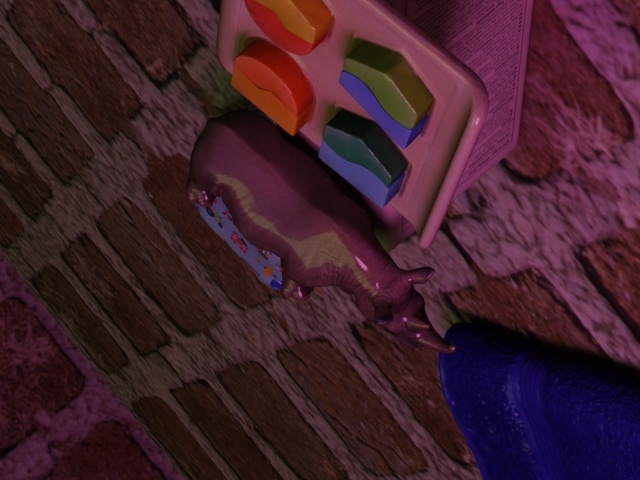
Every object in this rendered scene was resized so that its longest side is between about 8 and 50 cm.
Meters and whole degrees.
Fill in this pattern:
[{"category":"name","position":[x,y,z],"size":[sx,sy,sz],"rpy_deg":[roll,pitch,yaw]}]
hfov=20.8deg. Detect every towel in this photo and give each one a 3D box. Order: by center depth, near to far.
[{"category":"towel","position":[0.230,0.196,1.461],"size":[0.308,0.076,0.227],"rpy_deg":[16,141,56]}]

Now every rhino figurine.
[{"category":"rhino figurine","position":[0.000,0.000,1.200],"size":[0.243,0.073,0.106],"rpy_deg":[42,161,18]}]

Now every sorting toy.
[{"category":"sorting toy","position":[0.007,-0.099,1.064],"size":[0.208,0.038,0.193],"rpy_deg":[44,158,12]}]

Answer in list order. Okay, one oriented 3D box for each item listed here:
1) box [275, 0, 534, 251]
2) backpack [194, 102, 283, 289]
[{"category":"box","position":[0.053,-0.146,1.148],"size":[0.121,0.148,0.311],"rpy_deg":[41,156,24]},{"category":"backpack","position":[-0.021,-0.054,1.493],"size":[0.158,0.117,0.173],"rpy_deg":[48,156,2]}]
